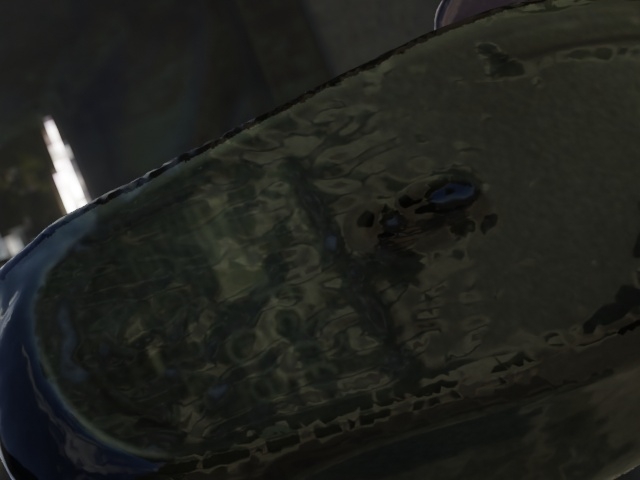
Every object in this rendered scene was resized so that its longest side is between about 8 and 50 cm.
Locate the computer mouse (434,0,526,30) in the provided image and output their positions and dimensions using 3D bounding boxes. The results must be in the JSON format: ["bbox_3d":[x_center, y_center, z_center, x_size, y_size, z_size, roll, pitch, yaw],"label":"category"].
[{"bbox_3d":[0.228,-0.155,1.307,0.115,0.389,0.200,-109,9,-71],"label":"computer mouse"}]

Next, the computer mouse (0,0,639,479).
[{"bbox_3d":[0.044,0.017,0.761,0.114,0.373,0.203,84,162,-57],"label":"computer mouse"}]
